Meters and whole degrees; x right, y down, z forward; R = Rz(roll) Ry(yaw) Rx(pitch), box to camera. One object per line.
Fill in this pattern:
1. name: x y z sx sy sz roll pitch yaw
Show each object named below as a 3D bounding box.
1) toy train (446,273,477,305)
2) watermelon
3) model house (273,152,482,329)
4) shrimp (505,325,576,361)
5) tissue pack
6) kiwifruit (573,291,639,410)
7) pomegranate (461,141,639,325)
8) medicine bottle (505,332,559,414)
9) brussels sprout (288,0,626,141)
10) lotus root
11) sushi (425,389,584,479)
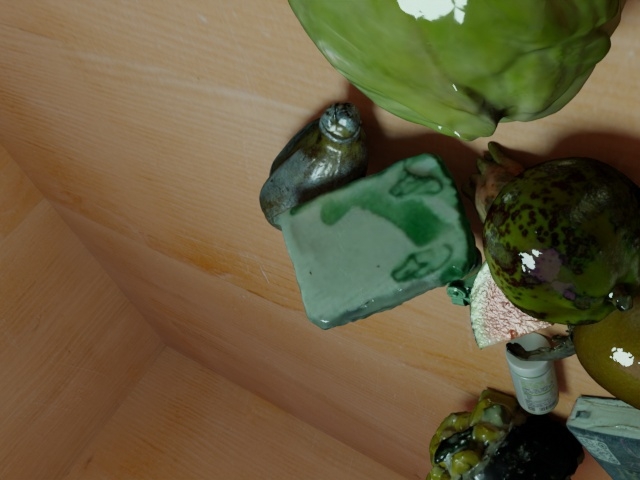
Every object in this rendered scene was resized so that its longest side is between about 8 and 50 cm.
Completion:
1. toy train: 0.305 0.092 1.141 0.178 0.071 0.104 9 155 41
2. watermelon: 0.304 0.067 0.994 0.145 0.193 0.137 59 175 0
3. model house: 0.123 0.030 1.051 0.325 0.267 0.194 35 -146 -68
4. shrimp: 0.393 0.160 1.107 0.148 0.035 0.195 -9 140 6
5. tissue pack: 0.660 0.438 1.258 0.315 0.103 0.228 46 154 -19
6. kiwifruit: 0.476 0.149 0.888 0.234 0.196 0.196 26 153 10
7. pomegranate: 0.281 -0.008 0.834 0.277 0.204 0.222 19 151 32
8. medicine bottle: 0.419 0.264 1.272 0.086 0.086 0.183 16 148 35
9. brussels sprout: 0.117 -0.253 0.587 0.328 0.247 0.328 25 168 6
10. lotus root: 0.005 -0.114 1.055 0.140 0.158 0.322 30 149 -13
11. sushi: 0.388 0.503 1.462 0.285 0.328 0.328 39 158 19
